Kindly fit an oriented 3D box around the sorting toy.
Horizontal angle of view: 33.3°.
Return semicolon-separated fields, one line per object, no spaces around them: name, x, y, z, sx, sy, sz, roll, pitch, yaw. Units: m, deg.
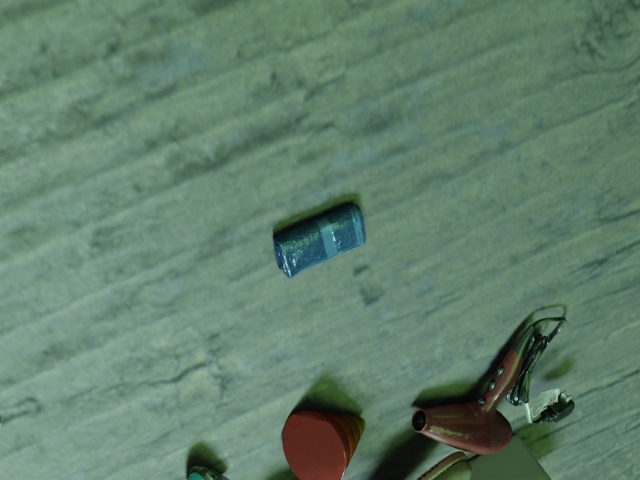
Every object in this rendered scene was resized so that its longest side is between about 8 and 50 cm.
sorting toy;0.065;0.411;1.610;0.127;0.365;0.126;-18;-179;41

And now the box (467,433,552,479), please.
box;0.254;0.490;1.880;0.311;0.121;0.148;-28;136;-7

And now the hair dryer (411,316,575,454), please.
hair dryer;0.275;0.246;1.734;0.294;0.080;0.223;-25;121;-17

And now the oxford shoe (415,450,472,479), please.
oxford shoe;0.154;0.500;1.724;0.348;0.130;0.123;-56;151;7

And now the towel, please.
towel;0.000;0.000;1.363;0.119;0.029;0.067;-23;135;-12

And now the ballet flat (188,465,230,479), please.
ballet flat;-0.158;0.385;1.593;0.070;0.070;0.188;-14;135;-20
